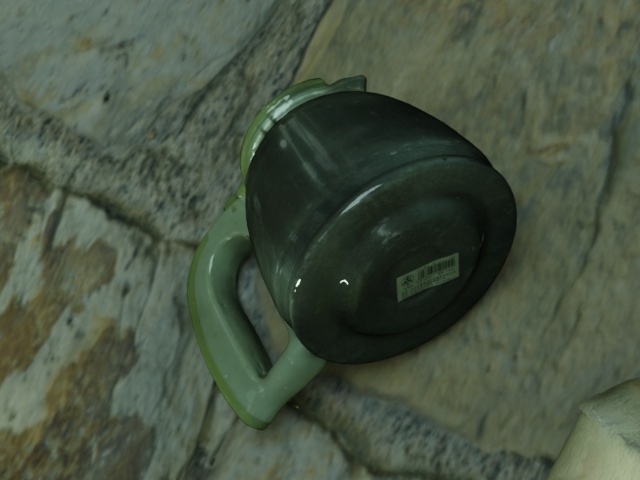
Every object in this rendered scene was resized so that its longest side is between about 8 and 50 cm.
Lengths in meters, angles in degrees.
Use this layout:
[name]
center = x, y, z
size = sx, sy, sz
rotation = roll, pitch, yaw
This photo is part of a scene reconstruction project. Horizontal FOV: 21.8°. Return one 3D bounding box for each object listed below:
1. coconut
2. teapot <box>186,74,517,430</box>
[coconut]
center = 0.286, 0.241, 1.406
size = 0.224, 0.224, 0.234
rotation = 18, 102, 20
[teapot]
center = 0.021, -0.006, 1.599
size = 0.240, 0.321, 0.239
rotation = -7, 41, -31
